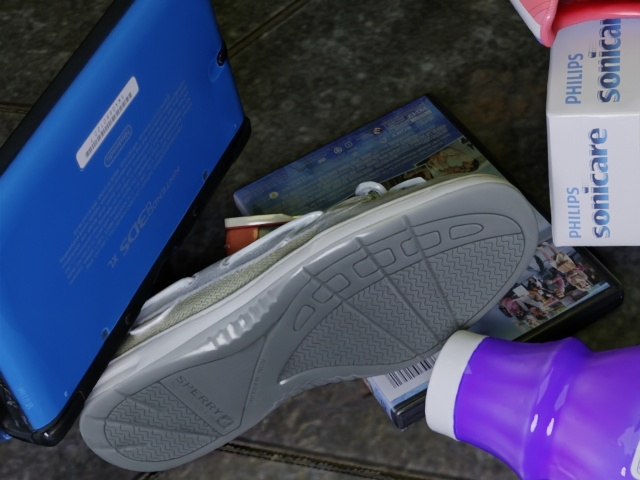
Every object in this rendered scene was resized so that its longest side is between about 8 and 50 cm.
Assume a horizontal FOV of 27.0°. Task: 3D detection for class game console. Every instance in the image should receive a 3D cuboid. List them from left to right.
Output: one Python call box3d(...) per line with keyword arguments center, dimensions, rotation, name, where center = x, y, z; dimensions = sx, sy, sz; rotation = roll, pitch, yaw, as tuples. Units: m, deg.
box3d(center=(-0.185, -0.021, 0.879), dimensions=(0.173, 0.250, 0.293), rotation=(10, 50, 23), name="game console")

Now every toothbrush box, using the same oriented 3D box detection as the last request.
box3d(center=(0.303, -0.105, 0.912), dimensions=(0.283, 0.122, 0.206), rotation=(0, 42, 12), name="toothbrush box")

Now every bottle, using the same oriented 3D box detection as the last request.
box3d(center=(0.200, 0.120, 0.766), dimensions=(0.283, 0.092, 0.118), rotation=(15, 47, 26), name="bottle")

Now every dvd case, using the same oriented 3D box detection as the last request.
box3d(center=(0.069, 0.003, 0.954), dimensions=(0.180, 0.022, 0.253), rotation=(-27, 48, -12), name="dvd case")

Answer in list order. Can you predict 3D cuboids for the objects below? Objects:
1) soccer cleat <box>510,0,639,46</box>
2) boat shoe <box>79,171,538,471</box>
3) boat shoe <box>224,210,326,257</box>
box3d(center=(0.275, -0.199, 0.871), dimensions=(0.318, 0.108, 0.116), rotation=(-9, 58, 2), name="soccer cleat")
box3d(center=(-0.016, 0.037, 0.859), dimensions=(0.320, 0.118, 0.103), rotation=(-30, 38, 13), name="boat shoe")
box3d(center=(0.000, 0.000, 0.930), dimensions=(0.137, 0.049, 0.043), rotation=(-4, 90, 7), name="boat shoe")
